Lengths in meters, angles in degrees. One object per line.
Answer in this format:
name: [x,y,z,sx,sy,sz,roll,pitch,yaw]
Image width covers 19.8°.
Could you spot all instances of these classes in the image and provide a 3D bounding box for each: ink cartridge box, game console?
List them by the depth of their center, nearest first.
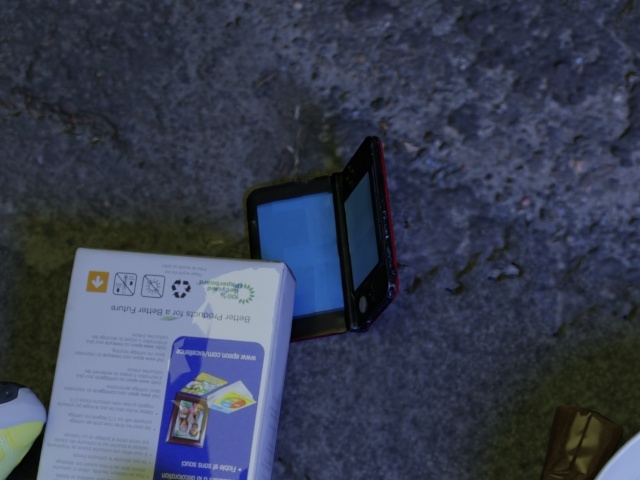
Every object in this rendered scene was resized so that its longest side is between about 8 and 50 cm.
ink cartridge box: [-0.130,0.192,1.426,0.176,0.069,0.371,4,72,12]
game console: [0.000,0.000,1.487,0.085,0.124,0.144,2,65,-18]

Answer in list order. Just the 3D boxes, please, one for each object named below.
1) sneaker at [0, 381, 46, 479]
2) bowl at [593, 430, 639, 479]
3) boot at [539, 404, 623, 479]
sneaker: [-0.348,0.264,1.417,0.384,0.145,0.147,-43,75,1]
bowl: [0.321,0.261,1.289,0.298,0.134,0.298,-4,67,9]
boot: [0.215,0.185,1.397,0.106,0.037,0.114,19,67,15]
